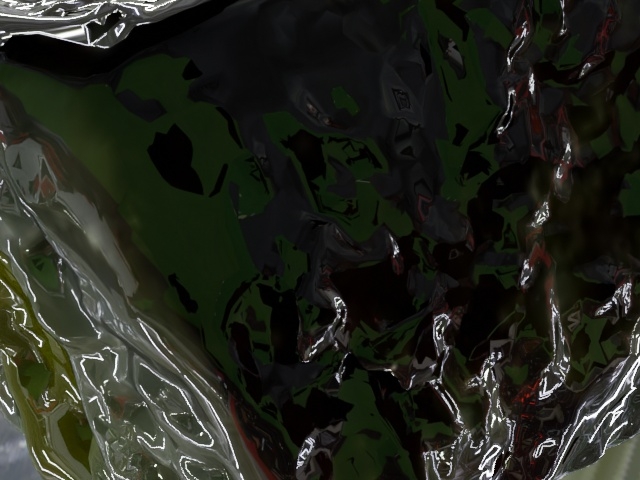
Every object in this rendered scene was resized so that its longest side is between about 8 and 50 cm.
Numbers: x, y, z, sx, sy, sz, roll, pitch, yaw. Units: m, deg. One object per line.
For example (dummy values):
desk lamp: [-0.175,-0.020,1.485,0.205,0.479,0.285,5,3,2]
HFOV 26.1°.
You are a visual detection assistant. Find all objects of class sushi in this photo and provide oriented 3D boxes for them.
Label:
sushi: [0.003,-0.001,0.596,0.294,0.281,0.299,-32,-53,-30]
